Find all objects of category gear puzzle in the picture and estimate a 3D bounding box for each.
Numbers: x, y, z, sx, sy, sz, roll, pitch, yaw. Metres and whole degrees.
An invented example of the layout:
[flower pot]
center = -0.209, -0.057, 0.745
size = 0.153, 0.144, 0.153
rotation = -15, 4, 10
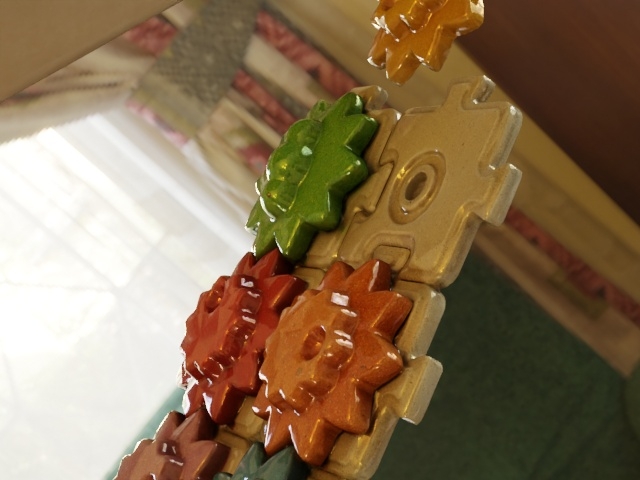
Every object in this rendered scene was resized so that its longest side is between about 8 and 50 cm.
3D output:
[gear puzzle]
center = 0.000, 0.000, 0.524
size = 0.175, 0.044, 0.339
rotation = 6, 69, 60

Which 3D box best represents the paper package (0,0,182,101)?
[paper package]
center = -0.148, -0.265, 0.577
size = 0.309, 0.325, 0.168
rotation = -34, 49, -25
